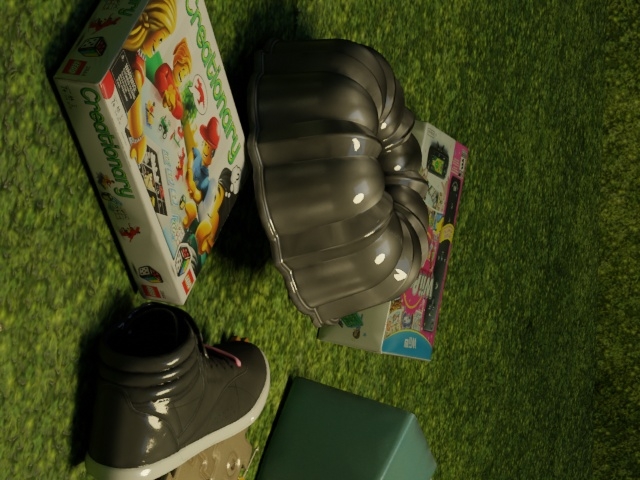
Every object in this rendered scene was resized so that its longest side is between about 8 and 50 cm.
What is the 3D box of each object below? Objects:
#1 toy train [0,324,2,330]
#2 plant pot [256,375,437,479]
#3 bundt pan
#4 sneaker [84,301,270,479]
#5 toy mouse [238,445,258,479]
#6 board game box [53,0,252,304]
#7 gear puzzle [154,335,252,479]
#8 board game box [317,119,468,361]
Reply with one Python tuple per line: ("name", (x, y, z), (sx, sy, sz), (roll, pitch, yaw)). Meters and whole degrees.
("toy train", (-0.302, 0.085, 1.315), (0.158, 0.027, 0.036), (-24, 110, -65))
("plant pot", (0.013, 0.324, 2.056), (0.234, 0.166, 0.165), (-64, 154, -23))
("bundt pan", (0.034, -0.073, 1.838), (0.331, 0.124, 0.331), (-9, 90, -72))
("sneaker", (-0.128, 0.121, 1.666), (0.296, 0.104, 0.147), (-32, 134, -58))
("toy mouse", (-0.106, 0.339, 1.927), (0.161, 0.031, 0.143), (-59, 151, -43))
("board game box", (-0.150, -0.108, 1.581), (0.305, 0.053, 0.193), (75, 31, -48))
("gear puzzle", (-0.137, 0.250, 1.802), (0.175, 0.044, 0.339), (60, 41, -53))
("board game box", (0.102, 0.001, 2.229), (0.224, 0.097, 0.303), (18, 83, -69))
